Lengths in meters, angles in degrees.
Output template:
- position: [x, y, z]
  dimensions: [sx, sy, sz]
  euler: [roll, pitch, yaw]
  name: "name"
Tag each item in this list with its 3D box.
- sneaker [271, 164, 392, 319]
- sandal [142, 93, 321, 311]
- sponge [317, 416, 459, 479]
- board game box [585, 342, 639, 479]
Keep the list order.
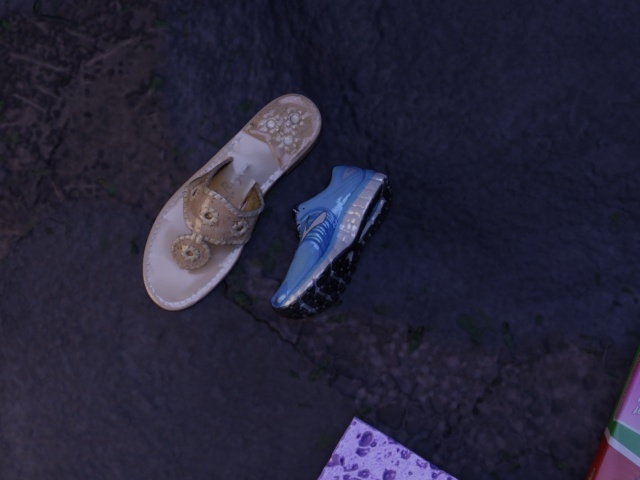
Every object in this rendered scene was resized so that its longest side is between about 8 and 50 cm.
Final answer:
- position: [0.000, 0.000, 1.489]
  dimensions: [0.073, 0.063, 0.162]
  euler: [27, 76, 24]
  name: "sneaker"
- position: [-0.087, -0.045, 1.480]
  dimensions: [0.088, 0.079, 0.240]
  euler: [37, 82, 8]
  name: "sandal"
- position: [0.091, 0.262, 1.439]
  dimensions: [0.210, 0.031, 0.117]
  euler: [30, 81, 7]
  name: "sponge"
- position: [0.353, 0.244, 1.418]
  dimensions: [0.242, 0.064, 0.317]
  euler: [22, 80, 6]
  name: "board game box"
